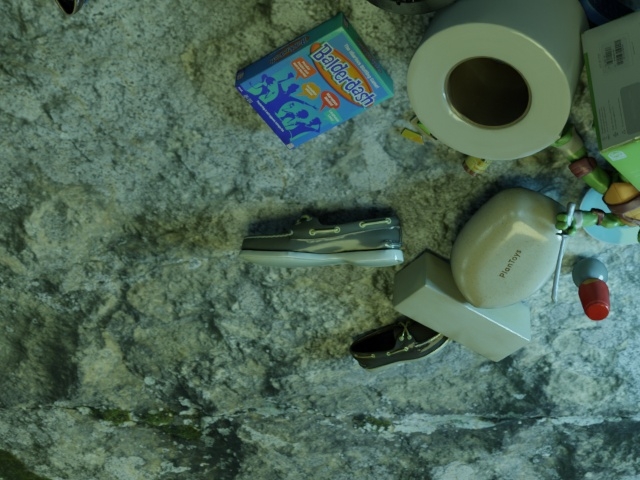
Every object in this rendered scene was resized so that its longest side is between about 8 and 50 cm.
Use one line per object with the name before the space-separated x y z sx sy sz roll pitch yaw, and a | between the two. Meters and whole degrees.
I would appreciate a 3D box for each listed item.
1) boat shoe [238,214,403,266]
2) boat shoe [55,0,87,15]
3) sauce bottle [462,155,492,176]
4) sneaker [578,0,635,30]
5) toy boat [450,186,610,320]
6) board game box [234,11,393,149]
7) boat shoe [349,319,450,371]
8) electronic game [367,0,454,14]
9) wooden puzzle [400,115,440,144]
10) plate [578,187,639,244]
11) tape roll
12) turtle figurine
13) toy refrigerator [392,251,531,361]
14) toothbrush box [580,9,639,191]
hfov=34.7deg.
boat shoe | 0.000 0.001 1.895 0.305 0.091 0.109 -1 171 5
boat shoe | -0.391 -0.420 1.520 0.066 0.066 0.183 -11 132 11
sauce bottle | 0.294 -0.165 1.761 0.042 0.042 0.128 21 132 -18
sneaker | 0.464 -0.309 1.604 0.232 0.081 0.090 28 142 -23
toy boat | 0.400 0.037 1.901 0.318 0.148 0.267 26 124 -12
board game box | -0.009 -0.257 1.678 0.210 0.047 0.160 -26 127 23
boat shoe | 0.165 0.205 2.090 0.228 0.081 0.069 -26 132 27
electronic game | 0.128 -0.437 1.459 0.229 0.048 0.229 6 114 15
wooden puzzle | 0.199 -0.200 1.750 0.079 0.014 0.116 29 127 -24
plate | 0.563 -0.066 1.862 0.188 0.024 0.188 1 133 1
tape roll | 0.268 -0.266 1.535 0.246 0.169 0.246 14 138 13
turtle figurine | 0.480 -0.064 1.699 0.275 0.198 0.266 -35 103 -14
toy refrigerator | 0.279 0.130 2.012 0.270 0.094 0.102 28 135 -22
toothbrush box | 0.506 -0.181 1.510 0.122 0.206 0.283 -19 151 34
